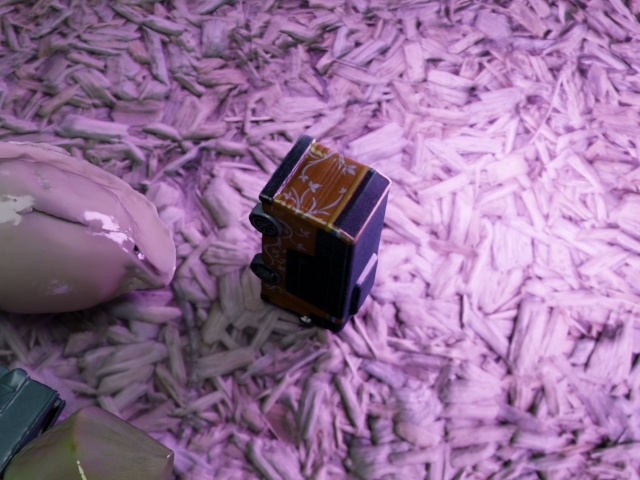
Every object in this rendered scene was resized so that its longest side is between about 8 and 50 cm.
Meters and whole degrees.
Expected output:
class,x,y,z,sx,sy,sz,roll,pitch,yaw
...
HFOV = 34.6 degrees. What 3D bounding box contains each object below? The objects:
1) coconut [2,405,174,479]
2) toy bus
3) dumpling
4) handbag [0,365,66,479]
class,x,y,z,sx,sy,sz,roll,pitch,yaw
coconut,-0.283,0.320,1.290,0.236,0.236,0.204,-38,105,-23
toy bus,0.000,0.000,1.461,0.167,0.275,0.138,25,59,12
dumpling,-0.404,-0.043,1.519,0.395,0.233,0.315,7,48,-21
handbag,-0.516,0.276,1.380,0.269,0.100,0.274,18,57,15
